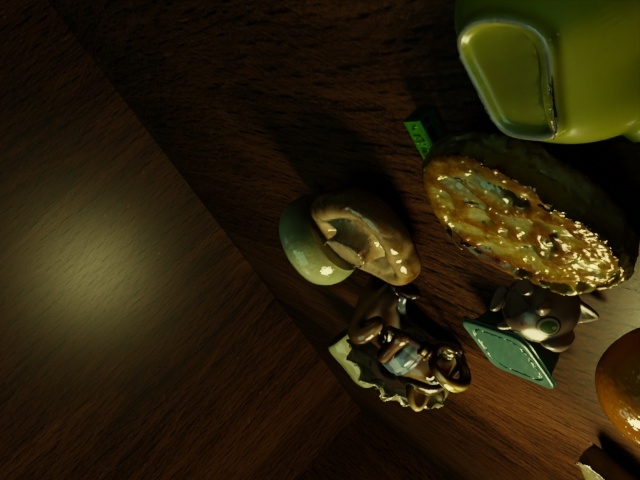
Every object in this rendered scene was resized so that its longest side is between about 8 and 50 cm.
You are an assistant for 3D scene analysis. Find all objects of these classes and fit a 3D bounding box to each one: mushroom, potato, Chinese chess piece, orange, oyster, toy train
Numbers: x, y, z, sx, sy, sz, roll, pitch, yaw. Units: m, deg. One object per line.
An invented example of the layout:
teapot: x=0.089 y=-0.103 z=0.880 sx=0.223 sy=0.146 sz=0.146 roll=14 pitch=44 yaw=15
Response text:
mushroom: x=0.102 y=-0.012 z=1.201 sx=0.278 sy=0.146 sz=0.278 roll=34 pitch=159 yaw=15
potato: x=0.654 y=0.547 z=1.207 sx=0.138 sy=0.098 sz=0.243 roll=19 pitch=142 yaw=51
Chinese chess piece: x=0.000 y=0.000 z=1.362 sx=0.092 sy=0.238 sz=0.238 roll=-31 pitch=106 yaw=27
orange: x=0.483 y=0.204 z=0.713 sx=0.240 sy=0.171 sz=0.240 roll=40 pitch=169 yaw=9
oyster: x=0.235 y=0.394 z=1.635 sx=0.351 sy=0.238 sz=0.115 roll=24 pitch=132 yaw=-15
toy train: x=0.201 y=-0.114 z=0.899 sx=0.209 sy=0.042 sz=0.044 roll=55 pitch=162 yaw=-25

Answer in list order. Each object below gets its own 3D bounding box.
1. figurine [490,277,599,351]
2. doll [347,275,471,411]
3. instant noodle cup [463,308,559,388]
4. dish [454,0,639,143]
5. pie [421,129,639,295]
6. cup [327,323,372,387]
figurine: x=0.356 y=0.112 z=0.900 sx=0.138 sy=0.125 sz=0.125 roll=32 pitch=166 yaw=-13
doll: x=0.230 y=0.256 z=1.463 sx=0.340 sy=0.209 sz=0.318 roll=51 pitch=-165 yaw=-7
instant noodle cup: x=0.390 y=0.206 z=1.120 sx=0.157 sy=0.070 sz=0.179 roll=52 pitch=162 yaw=-21
dish: x=0.224 y=-0.185 z=0.570 sx=0.221 sy=0.108 sz=0.262 roll=26 pitch=153 yaw=52
pie: x=0.270 y=-0.040 z=0.761 sx=0.315 sy=0.092 sz=0.315 roll=36 pitch=169 yaw=8
cup: x=0.140 y=0.408 z=2.009 sx=0.202 sy=0.173 sz=0.255 roll=49 pitch=163 yaw=0
